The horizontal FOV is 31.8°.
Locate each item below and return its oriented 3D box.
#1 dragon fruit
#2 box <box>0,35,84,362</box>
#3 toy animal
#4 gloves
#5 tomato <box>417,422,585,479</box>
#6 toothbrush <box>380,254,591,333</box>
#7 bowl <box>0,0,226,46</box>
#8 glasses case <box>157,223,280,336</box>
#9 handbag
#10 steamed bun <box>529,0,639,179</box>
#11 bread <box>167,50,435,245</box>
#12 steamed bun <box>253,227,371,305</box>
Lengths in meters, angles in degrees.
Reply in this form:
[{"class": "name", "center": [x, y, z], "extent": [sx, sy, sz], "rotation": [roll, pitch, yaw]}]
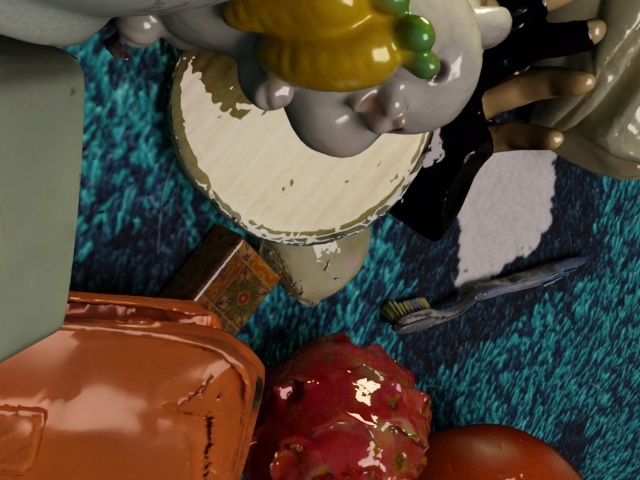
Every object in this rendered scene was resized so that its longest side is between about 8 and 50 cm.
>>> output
[{"class": "dragon fruit", "center": [0.016, 0.195, 1.164], "extent": [0.205, 0.210, 0.268], "rotation": [-50, -178, 18]}, {"class": "box", "center": [-0.284, -0.045, 0.650], "extent": [0.166, 0.291, 0.220], "rotation": [-22, 127, -55]}, {"class": "toy animal", "center": [0.002, -0.174, 0.863], "extent": [0.310, 0.247, 0.182], "rotation": [23, 117, -10]}, {"class": "gloves", "center": [0.155, -0.147, 1.146], "extent": [0.301, 0.152, 0.197], "rotation": [-37, 146, 9]}, {"class": "tomato", "center": [0.201, 0.380, 1.363], "extent": [0.322, 0.322, 0.321], "rotation": [-24, 127, -36]}, {"class": "toothbrush", "center": [0.227, 0.061, 1.432], "extent": [0.414, 0.042, 0.035], "rotation": [-12, 156, -43]}, {"class": "bowl", "center": [-0.164, -0.231, 0.596], "extent": [0.435, 0.435, 0.196], "rotation": [10, 117, -48]}, {"class": "glasses case", "center": [-0.135, 0.092, 1.058], "extent": [0.218, 0.049, 0.075], "rotation": [-52, 135, -12]}, {"class": "handbag", "center": [-0.229, 0.239, 0.942], "extent": [0.304, 0.116, 0.409], "rotation": [6, 107, -31]}, {"class": "steamed bun", "center": [0.416, -0.229, 1.314], "extent": [0.394, 0.237, 0.346], "rotation": [15, 99, -49]}, {"class": "bread", "center": [-0.014, -0.124, 1.014], "extent": [0.267, 0.040, 0.266], "rotation": [-6, 106, -22]}, {"class": "steamed bun", "center": [0.000, 0.000, 1.117], "extent": [0.112, 0.091, 0.130], "rotation": [-41, 135, -25]}]
